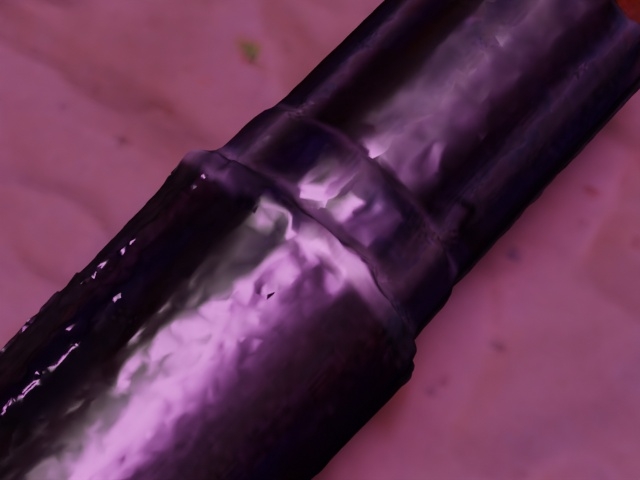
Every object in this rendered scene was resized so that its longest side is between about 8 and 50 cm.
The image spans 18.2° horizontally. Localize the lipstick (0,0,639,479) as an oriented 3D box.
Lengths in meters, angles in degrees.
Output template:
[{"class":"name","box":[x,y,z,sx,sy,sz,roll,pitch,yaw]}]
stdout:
[{"class":"lipstick","box":[0.000,0.000,0.503,0.081,0.081,0.300,40,75,12]}]
